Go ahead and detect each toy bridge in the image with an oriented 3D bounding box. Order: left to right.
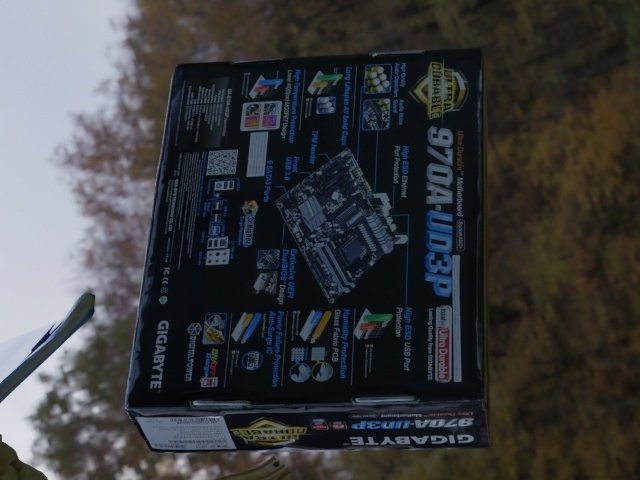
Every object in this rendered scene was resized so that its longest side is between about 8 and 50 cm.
[{"bbox_3d":[-0.099,0.230,1.147,0.026,0.188,0.063,34,142,34],"label":"toy bridge"}]

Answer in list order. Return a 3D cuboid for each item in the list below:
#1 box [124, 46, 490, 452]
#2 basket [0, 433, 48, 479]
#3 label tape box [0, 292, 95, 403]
[{"bbox_3d":[0.000,0.000,0.744,0.051,0.175,0.220,74,-164,-55],"label":"box"},{"bbox_3d":[-0.228,0.359,0.885,0.328,0.266,0.331,45,-157,-19],"label":"basket"},{"bbox_3d":[-0.248,0.090,0.359,0.115,0.347,0.249,55,157,-8],"label":"label tape box"}]
